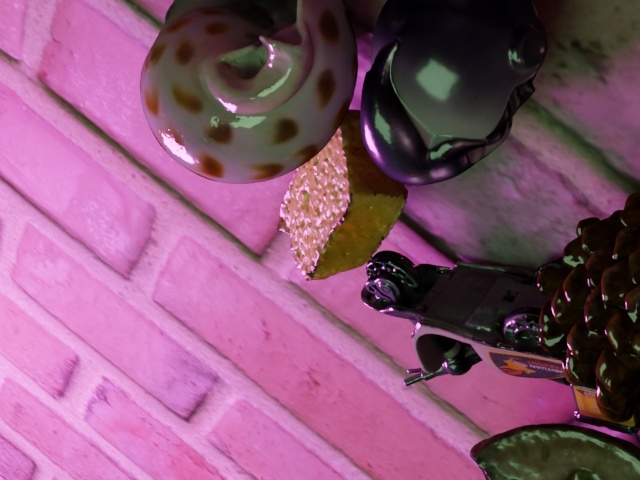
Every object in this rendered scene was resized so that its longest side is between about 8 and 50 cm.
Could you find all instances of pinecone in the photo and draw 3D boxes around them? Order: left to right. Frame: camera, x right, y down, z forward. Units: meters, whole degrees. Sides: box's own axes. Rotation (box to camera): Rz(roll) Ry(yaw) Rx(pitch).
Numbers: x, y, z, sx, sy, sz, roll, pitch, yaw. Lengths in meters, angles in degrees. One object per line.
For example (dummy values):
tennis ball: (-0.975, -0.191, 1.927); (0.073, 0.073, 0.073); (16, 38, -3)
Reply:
pinecone: (0.255, 0.050, 1.007); (0.212, 0.185, 0.168); (30, 163, 44)

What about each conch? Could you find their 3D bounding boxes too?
conch: (-0.060, -0.135, 1.124); (0.149, 0.183, 0.275); (24, 166, -36)

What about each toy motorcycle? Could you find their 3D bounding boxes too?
toy motorcycle: (0.156, 0.081, 1.215); (0.263, 0.091, 0.157); (11, 141, 33)

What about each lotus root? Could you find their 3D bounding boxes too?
lotus root: (0.264, 0.264, 1.284); (0.210, 0.142, 0.314); (51, 176, 33)

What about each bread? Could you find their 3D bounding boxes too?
bread: (0.016, -0.036, 1.205); (0.187, 0.065, 0.103); (-60, 42, 50)

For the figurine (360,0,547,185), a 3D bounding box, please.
figurine: (0.092, -0.137, 0.979); (0.145, 0.145, 0.222); (20, 137, 27)
